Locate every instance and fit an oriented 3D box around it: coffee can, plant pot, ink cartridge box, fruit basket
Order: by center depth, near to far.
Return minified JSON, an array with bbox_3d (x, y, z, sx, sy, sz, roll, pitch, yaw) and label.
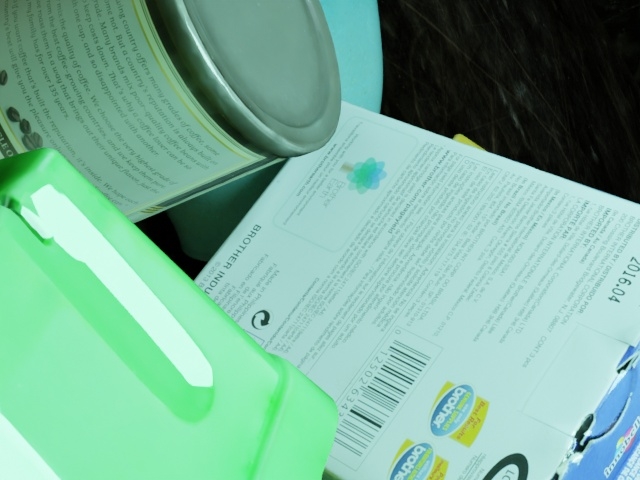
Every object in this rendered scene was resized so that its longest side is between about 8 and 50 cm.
[{"bbox_3d":[-0.163,0.172,0.492,0.392,0.392,0.283,57,29,-24],"label":"fruit basket"},{"bbox_3d":[-0.154,-0.107,0.803,0.201,0.275,0.201,43,36,-43],"label":"coffee can"},{"bbox_3d":[0.102,0.088,0.823,0.270,0.395,0.151,-53,139,-16],"label":"ink cartridge box"},{"bbox_3d":[-0.065,-0.125,1.034,0.271,0.272,0.255,-44,126,-62],"label":"plant pot"}]

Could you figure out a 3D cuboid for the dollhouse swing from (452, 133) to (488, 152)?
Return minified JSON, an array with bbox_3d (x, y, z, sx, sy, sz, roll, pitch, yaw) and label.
[{"bbox_3d":[0.133,0.132,1.225,0.315,0.305,0.347,36,34,2],"label":"dollhouse swing"}]
